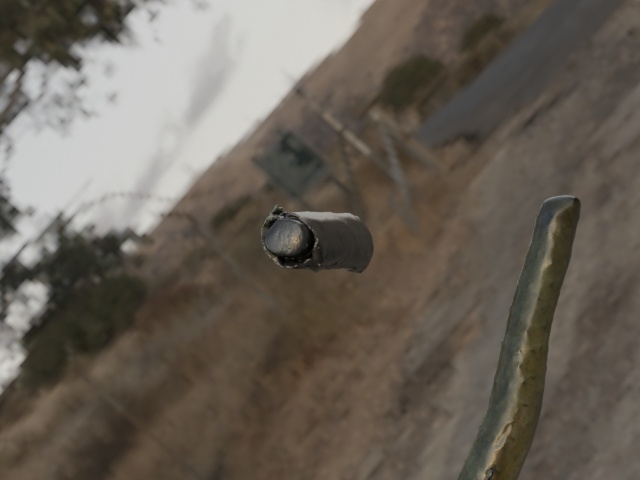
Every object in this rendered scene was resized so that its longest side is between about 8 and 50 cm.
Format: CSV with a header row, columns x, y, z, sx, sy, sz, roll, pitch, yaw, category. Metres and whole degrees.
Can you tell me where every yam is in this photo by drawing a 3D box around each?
x,y,z,sx,sy,sz,roll,pitch,yaw,category
0.065,0.093,0.694,0.027,0.029,0.234,14,85,44,yam

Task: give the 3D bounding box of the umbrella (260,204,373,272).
x,y,z,sx,sy,sz,roll,pitch,yaw,category
0.001,0.001,0.922,0.031,0.036,0.133,-69,-16,6,umbrella
